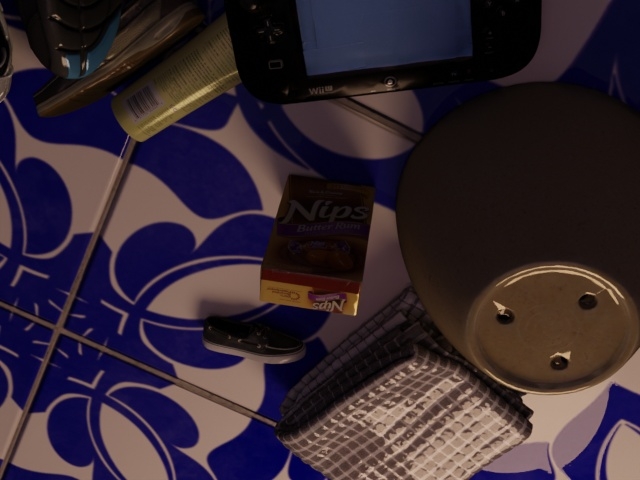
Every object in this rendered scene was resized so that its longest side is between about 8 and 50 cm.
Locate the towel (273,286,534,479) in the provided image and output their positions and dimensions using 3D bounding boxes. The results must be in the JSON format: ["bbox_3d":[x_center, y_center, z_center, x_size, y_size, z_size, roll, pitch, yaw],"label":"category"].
[{"bbox_3d":[0.111,0.231,1.215,0.235,0.121,0.284,39,119,-16],"label":"towel"}]

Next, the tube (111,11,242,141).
[{"bbox_3d":[-0.121,-0.195,1.025,0.240,0.070,0.062,-30,70,17],"label":"tube"}]

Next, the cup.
[{"bbox_3d":[0.239,0.026,0.999,0.331,0.237,0.331,4,122,6],"label":"cup"}]

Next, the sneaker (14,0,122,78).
[{"bbox_3d":[-0.297,-0.328,0.920,0.140,0.125,0.340,-5,102,25],"label":"sneaker"}]

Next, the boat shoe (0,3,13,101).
[{"bbox_3d":[-0.371,-0.207,0.989,0.081,0.079,0.227,51,156,22],"label":"boat shoe"}]

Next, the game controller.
[{"bbox_3d":[0.066,-0.229,0.948,0.319,0.067,0.166,-6,119,4],"label":"game controller"}]

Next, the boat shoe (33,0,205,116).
[{"bbox_3d":[-0.232,-0.214,1.018,0.223,0.080,0.073,-28,93,19],"label":"boat shoe"}]

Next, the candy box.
[{"bbox_3d":[0.000,0.000,1.047,0.109,0.186,0.053,8,125,2],"label":"candy box"}]

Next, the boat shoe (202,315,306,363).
[{"bbox_3d":[-0.089,0.130,1.225,0.142,0.049,0.040,7,122,7],"label":"boat shoe"}]
